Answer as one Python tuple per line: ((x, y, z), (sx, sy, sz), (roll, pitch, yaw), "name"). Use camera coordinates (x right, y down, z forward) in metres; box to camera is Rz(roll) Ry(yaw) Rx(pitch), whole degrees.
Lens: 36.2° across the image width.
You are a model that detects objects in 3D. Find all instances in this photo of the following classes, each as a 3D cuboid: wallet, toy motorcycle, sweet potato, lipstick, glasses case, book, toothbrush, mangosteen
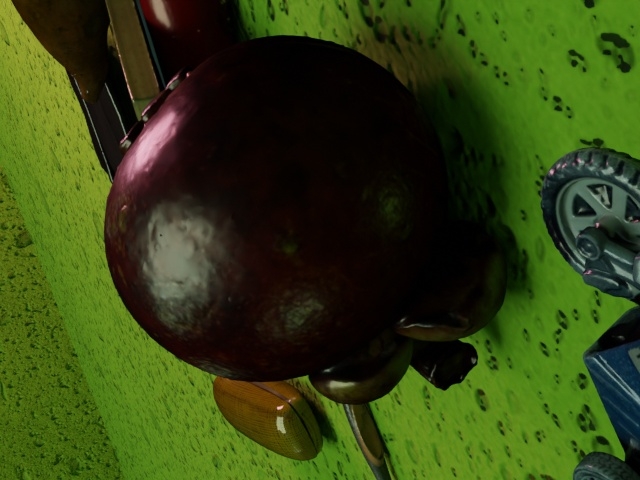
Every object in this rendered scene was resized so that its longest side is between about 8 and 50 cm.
((-0.291, -0.180, 1.268), (0.323, 0.041, 0.247), (30, 138, 62), "wallet")
((0.174, 0.074, 0.384), (0.136, 0.092, 0.254), (3, 124, 56), "toy motorcycle")
((-0.263, -0.271, 0.967), (0.112, 0.112, 0.359), (52, 157, 32), "sweet potato")
((-0.106, -0.174, 0.804), (0.073, 0.073, 0.279), (31, 141, 56), "lipstick")
((-0.064, 0.189, 1.096), (0.079, 0.064, 0.234), (63, 159, -12), "glasses case")
((-0.146, -0.125, 0.841), (0.161, 0.026, 0.230), (78, 173, -45), "book")
((0.039, 0.168, 0.885), (0.031, 0.023, 0.321), (-24, 91, 62), "toothbrush")
((0.000, 0.000, 0.590), (0.257, 0.215, 0.215), (36, 160, -8), "mangosteen")

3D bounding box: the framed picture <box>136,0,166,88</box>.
((-0.158, -0.177, 0.988), (0.247, 0.022, 0.335), (29, 138, 57), "framed picture")
